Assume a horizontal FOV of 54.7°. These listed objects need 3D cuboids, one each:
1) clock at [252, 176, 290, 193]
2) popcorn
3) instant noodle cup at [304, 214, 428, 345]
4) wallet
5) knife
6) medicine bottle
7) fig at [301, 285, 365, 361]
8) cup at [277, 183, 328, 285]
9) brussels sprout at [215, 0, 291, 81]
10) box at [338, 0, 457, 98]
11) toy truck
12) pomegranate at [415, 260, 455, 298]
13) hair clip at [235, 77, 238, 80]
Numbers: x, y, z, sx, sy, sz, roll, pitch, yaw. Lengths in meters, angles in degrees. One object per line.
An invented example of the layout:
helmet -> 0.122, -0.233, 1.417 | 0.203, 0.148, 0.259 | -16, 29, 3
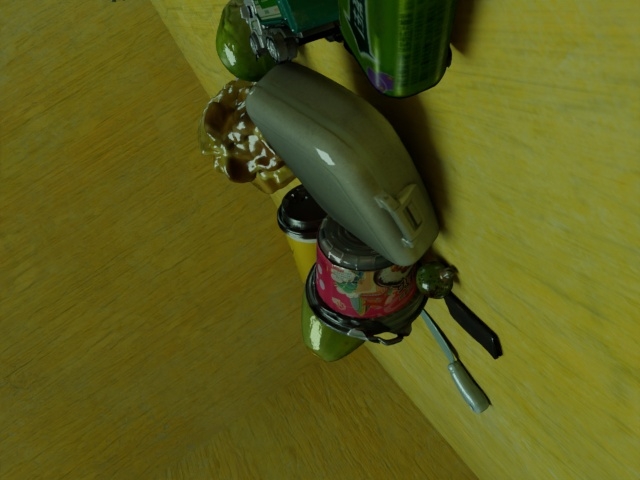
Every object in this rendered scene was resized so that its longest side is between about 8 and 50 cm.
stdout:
clock -> -0.217, -0.294, 2.024 | 0.317, 0.200, 0.244 | 47, 176, 4
popcorn -> -0.127, -0.242, 1.295 | 0.225, 0.265, 0.332 | 56, -167, -39
instant noodle cup -> 0.089, 0.036, 1.219 | 0.302, 0.258, 0.181 | 51, 158, 40
wallet -> 0.297, 0.166, 1.214 | 0.156, 0.018, 0.082 | 48, 169, 49
knife -> 0.324, 0.288, 1.564 | 0.331, 0.044, 0.080 | 59, 174, 4
medicine bottle -> 0.047, -0.110, 0.975 | 0.282, 0.123, 0.375 | 40, 174, 34
fig -> 0.059, 0.197, 1.816 | 0.258, 0.326, 0.258 | 25, 178, 1
cup -> 0.000, 0.000, 1.595 | 0.196, 0.196, 0.279 | 49, 156, 47
brussels sprout -> -0.120, -0.364, 1.120 | 0.155, 0.155, 0.117 | 57, 175, -11
box -> 0.065, -0.260, 0.498 | 0.134, 0.097, 0.345 | 62, 176, 20
toy truck -> -0.040, -0.326, 0.882 | 0.253, 0.114, 0.124 | -137, 27, -62
pomegranate -> 0.219, 0.076, 1.149 | 0.084, 0.073, 0.073 | 14, 141, 53
hair clip -> -0.167, -0.400, 1.611 | 0.292, 0.084, 0.106 | 66, -173, -78
